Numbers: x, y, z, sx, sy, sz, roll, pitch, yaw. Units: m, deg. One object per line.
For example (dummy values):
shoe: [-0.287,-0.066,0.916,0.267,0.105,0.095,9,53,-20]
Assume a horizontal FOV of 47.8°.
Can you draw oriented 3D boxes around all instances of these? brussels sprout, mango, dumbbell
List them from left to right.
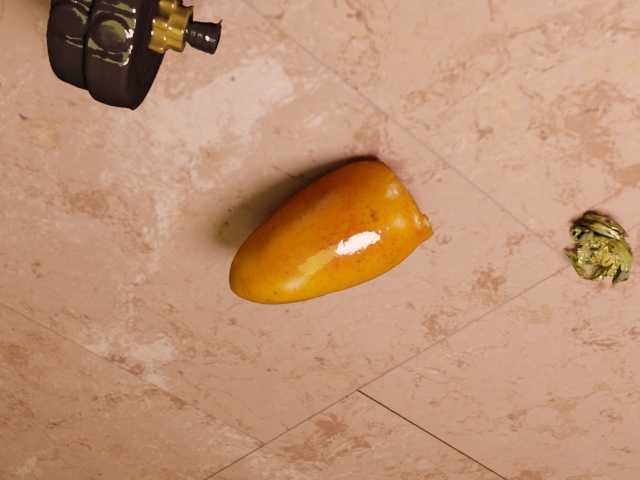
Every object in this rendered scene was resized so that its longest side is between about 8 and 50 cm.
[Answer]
dumbbell: [-0.277,-0.244,0.640,0.388,0.185,0.185,18,133,-7]
mango: [0.000,0.000,0.854,0.252,0.154,0.126,-25,118,13]
brussels sprout: [0.335,0.006,0.862,0.085,0.058,0.085,34,152,21]
